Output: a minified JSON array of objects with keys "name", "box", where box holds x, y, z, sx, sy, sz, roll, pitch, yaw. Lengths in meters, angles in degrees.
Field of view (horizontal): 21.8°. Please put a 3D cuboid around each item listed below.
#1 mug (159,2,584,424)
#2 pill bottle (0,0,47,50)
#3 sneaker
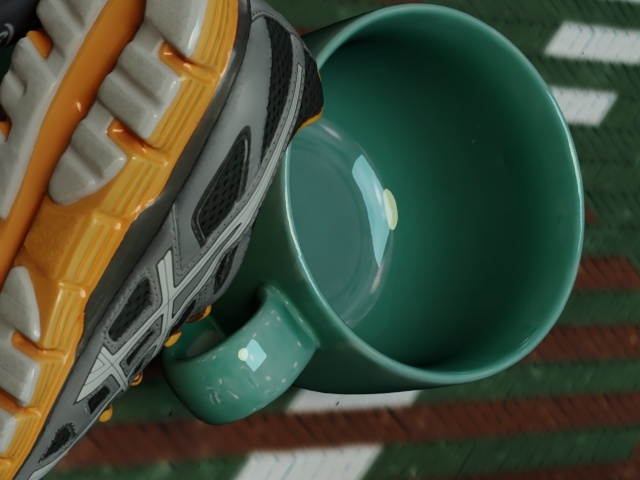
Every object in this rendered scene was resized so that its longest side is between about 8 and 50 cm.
[{"name":"mug","box":[0.002,-0.009,0.577,0.158,0.097,0.129,-5,86,-36]},{"name":"pill bottle","box":[-0.100,-0.129,0.502,0.246,0.130,0.130,-37,104,-34]},{"name":"sneaker","box":[-0.071,0.015,0.488,0.083,0.084,0.215,16,114,-53]}]
